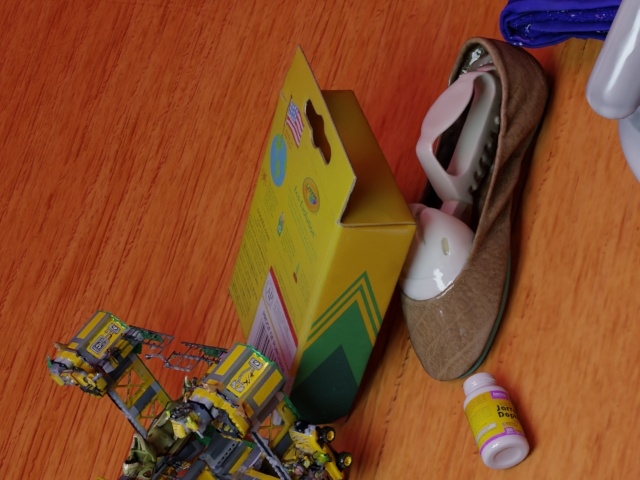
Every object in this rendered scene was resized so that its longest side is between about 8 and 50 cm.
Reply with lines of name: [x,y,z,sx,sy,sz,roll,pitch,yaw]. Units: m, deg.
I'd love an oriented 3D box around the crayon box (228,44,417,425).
crayon box: [0.000,0.000,1.438,0.202,0.081,0.319,-111,28,-43]

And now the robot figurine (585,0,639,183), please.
robot figurine: [0.345,-0.147,1.137,0.200,0.299,0.353,-114,30,-52]

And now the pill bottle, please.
pill bottle: [0.153,0.158,1.336,0.043,0.043,0.083,-38,45,21]

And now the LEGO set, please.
LEGO set: [-0.151,0.220,1.436,0.331,0.255,0.192,15,54,40]

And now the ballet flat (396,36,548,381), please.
ballet flat: [0.128,-0.044,1.424,0.116,0.124,0.342,3,69,45]

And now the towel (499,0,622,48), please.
towel: [0.309,-0.315,1.408,0.227,0.076,0.308,8,60,46]
